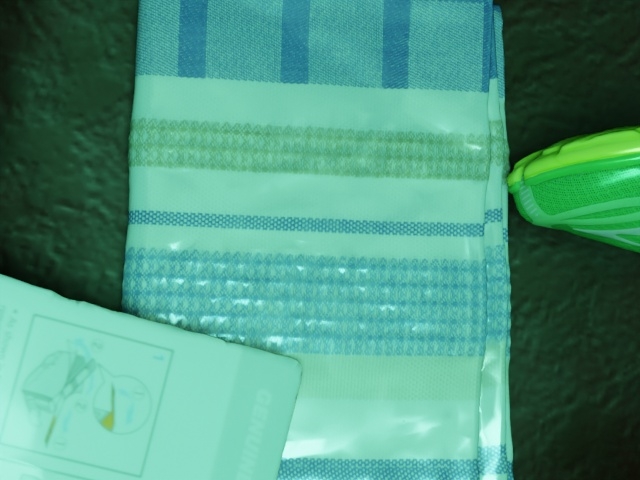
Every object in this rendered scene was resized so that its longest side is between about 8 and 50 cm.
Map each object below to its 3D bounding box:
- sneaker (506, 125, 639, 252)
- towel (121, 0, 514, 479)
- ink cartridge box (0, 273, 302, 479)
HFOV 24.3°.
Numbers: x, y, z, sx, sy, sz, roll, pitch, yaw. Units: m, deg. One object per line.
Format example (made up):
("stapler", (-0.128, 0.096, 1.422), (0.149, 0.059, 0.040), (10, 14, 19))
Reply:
("sneaker", (0.240, 0.016, 0.785), (0.295, 0.109, 0.123), (17, 81, -9))
("towel", (0.000, 0.000, 0.793), (0.209, 0.034, 0.285), (1, 83, -6))
("ink cartridge box", (-0.232, 0.156, 0.725), (0.385, 0.091, 0.308), (16, 82, -14))
